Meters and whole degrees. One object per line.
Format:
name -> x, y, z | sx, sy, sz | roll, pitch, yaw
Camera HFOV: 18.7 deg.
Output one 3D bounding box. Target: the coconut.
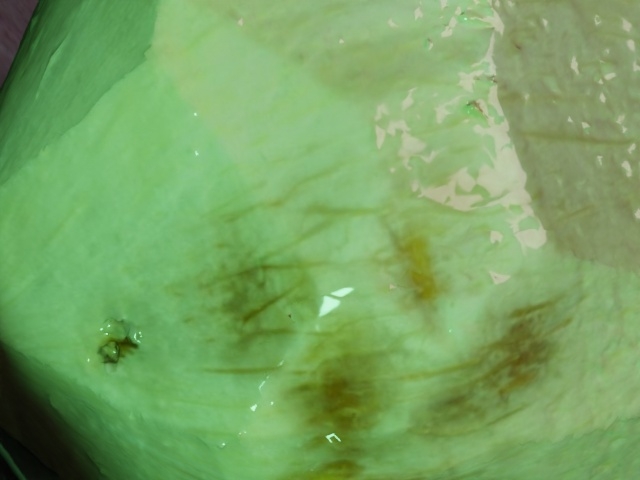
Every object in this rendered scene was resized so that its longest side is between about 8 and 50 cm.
coconut -> 0.000, 0.000, 0.981 | 0.415, 0.415, 0.344 | 66, -19, 13
